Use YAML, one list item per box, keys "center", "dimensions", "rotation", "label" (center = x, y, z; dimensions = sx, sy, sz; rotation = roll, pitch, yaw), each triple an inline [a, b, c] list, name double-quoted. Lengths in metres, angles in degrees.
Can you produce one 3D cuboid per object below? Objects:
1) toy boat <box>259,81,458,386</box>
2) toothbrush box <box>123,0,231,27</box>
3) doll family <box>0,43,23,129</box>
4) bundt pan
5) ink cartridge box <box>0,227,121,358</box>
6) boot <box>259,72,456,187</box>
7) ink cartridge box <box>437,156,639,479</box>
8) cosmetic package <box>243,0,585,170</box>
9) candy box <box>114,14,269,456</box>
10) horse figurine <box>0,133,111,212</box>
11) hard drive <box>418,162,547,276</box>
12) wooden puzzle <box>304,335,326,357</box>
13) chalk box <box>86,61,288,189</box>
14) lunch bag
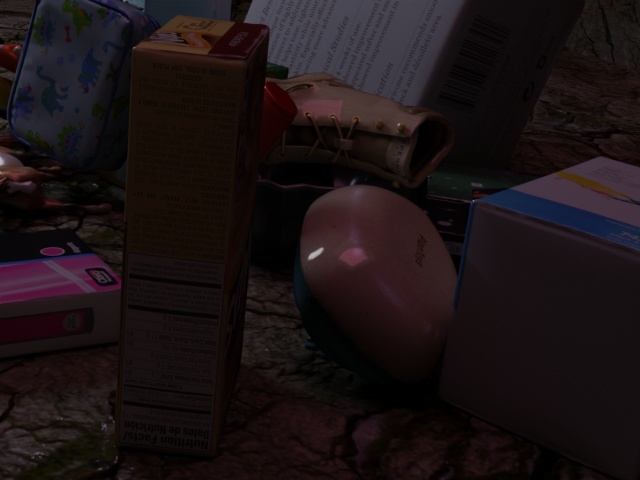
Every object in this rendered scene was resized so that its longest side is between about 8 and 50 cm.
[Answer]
- center: [0.000, 0.000, 1.013]
  dimensions: [0.318, 0.148, 0.267]
  rotation: [46, 23, -5]
  label: "toy boat"
- center: [-0.287, -0.421, 1.955]
  dimensions: [0.126, 0.296, 0.216]
  rotation: [23, 26, 38]
  label: "toothbrush box"
- center: [-0.449, -0.203, 1.531]
  dimensions: [0.163, 0.118, 0.263]
  rotation: [23, -13, -7]
  label: "doll family"
- center: [-0.024, -0.075, 1.305]
  dimensions: [0.330, 0.124, 0.331]
  rotation: [4, 25, -2]
  label: "bundt pan"
- center: [-0.378, 0.057, 0.943]
  dimensions: [0.370, 0.069, 0.175]
  rotation: [-8, 25, -31]
  label: "ink cartridge box"
- center: [0.009, -0.114, 1.150]
  dimensions: [0.203, 0.095, 0.262]
  rotation: [24, 29, 33]
  label: "boot"
- center: [0.273, 0.056, 0.962]
  dimensions: [0.197, 0.198, 0.270]
  rotation: [21, 24, 33]
  label: "ink cartridge box"
- center: [0.138, -0.345, 1.666]
  dimensions: [0.393, 0.330, 0.327]
  rotation: [35, 19, 33]
  label: "cosmetic package"
- center: [-0.102, -0.010, 0.837]
  dimensions: [0.087, 0.317, 0.183]
  rotation: [6, 20, 1]
  label: "candy box"
- center: [-0.388, -0.087, 1.335]
  dimensions: [0.174, 0.066, 0.263]
  rotation: [0, 22, -37]
  label: "horse figurine"
- center: [0.244, -0.025, 1.380]
  dimensions: [0.236, 0.064, 0.339]
  rotation: [8, 20, 3]
  label: "hard drive"
- center: [0.013, 0.099, 1.036]
  dimensions: [0.049, 0.006, 0.083]
  rotation: [10, 20, 7]
  label: "wooden puzzle"
- center: [-0.168, -0.178, 1.491]
  dimensions: [0.179, 0.180, 0.289]
  rotation: [23, 26, 38]
  label: "chalk box"
- center: [-0.306, -0.211, 1.326]
  dimensions: [0.176, 0.219, 0.090]
  rotation: [25, 14, 22]
  label: "lunch bag"
